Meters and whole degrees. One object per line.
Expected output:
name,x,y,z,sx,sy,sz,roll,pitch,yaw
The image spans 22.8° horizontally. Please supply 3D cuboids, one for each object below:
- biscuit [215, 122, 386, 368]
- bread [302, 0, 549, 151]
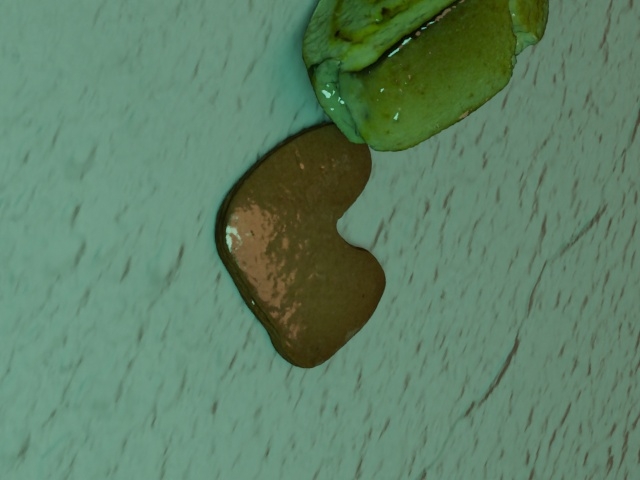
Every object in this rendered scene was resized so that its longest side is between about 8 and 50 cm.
biscuit,0.000,0.000,1.465,0.186,0.036,0.192,-40,111,-26
bread,0.088,-0.196,1.431,0.257,0.186,0.124,-53,132,-14
